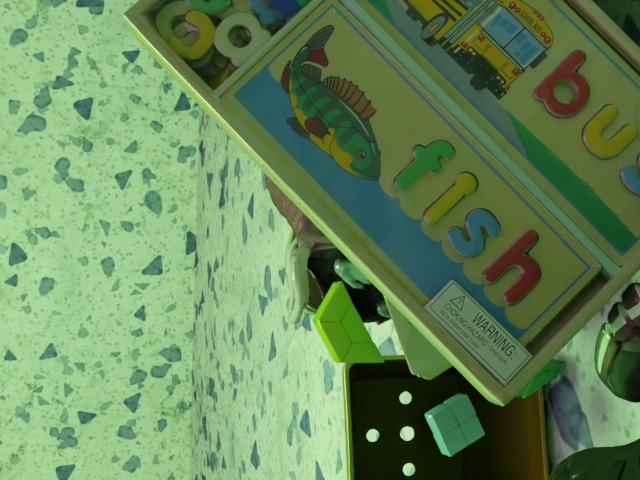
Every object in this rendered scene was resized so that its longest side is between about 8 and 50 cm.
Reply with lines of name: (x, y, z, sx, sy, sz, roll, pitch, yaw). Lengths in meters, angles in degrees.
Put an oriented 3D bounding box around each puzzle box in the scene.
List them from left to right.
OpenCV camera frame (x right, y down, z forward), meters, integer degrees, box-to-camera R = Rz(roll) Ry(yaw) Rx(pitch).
puzzle box: (0.088, -0.113, 0.607, 0.409, 0.272, 0.052, 45, 174, 3)

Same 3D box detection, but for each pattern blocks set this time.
pattern blocks set: (0.122, 0.029, 0.777, 0.324, 0.285, 0.026, 56, 161, -7)

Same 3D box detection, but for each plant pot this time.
plant pot: (0.122, 0.232, 0.900, 0.187, 0.212, 0.212, 137, 131, -81)

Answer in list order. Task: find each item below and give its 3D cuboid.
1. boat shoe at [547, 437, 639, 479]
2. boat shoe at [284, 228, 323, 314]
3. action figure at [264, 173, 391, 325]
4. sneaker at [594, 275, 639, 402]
boat shoe: (0.282, 0.208, 0.579, 0.122, 0.120, 0.324, -57, 0, -23)
boat shoe: (-0.007, -0.001, 1.380, 0.095, 0.095, 0.257, -24, 67, 61)
action figure: (-0.005, -0.023, 1.154, 0.370, 0.276, 0.248, 53, 146, 37)
sneaker: (0.304, 0.068, 0.531, 0.281, 0.107, 0.162, 111, 148, -42)
